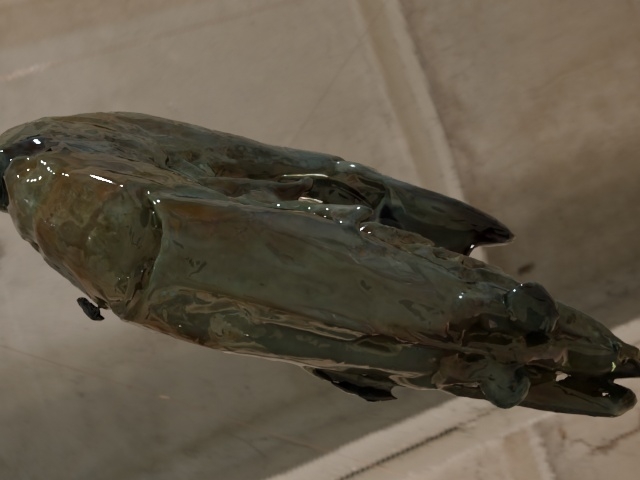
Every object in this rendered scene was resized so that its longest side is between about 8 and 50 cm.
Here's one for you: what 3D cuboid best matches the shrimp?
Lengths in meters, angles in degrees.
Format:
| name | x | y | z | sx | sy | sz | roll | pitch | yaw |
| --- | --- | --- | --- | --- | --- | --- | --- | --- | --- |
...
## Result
| name | x | y | z | sx | sy | sz | roll | pitch | yaw |
| --- | --- | --- | --- | --- | --- | --- | --- | --- | --- |
| shrimp | 0.000 | 0.000 | 0.696 | 0.360 | 0.247 | 0.085 | 20 | -68 | 18 |
